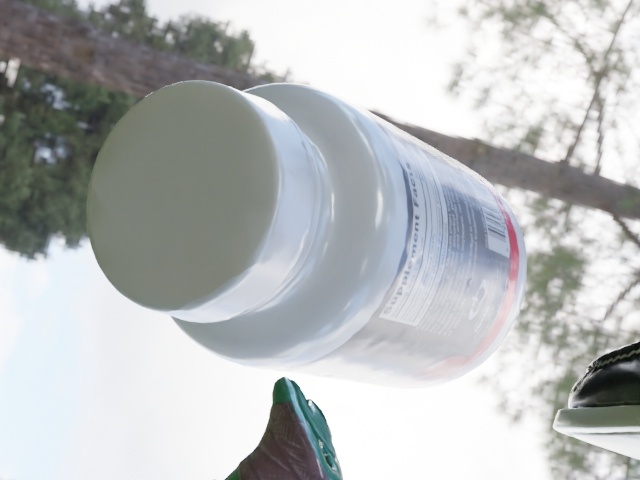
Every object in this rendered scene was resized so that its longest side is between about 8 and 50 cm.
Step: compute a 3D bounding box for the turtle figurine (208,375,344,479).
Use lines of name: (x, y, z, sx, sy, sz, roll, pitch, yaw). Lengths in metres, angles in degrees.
turtle figurine: (-0.086, 0.154, 0.503, 0.234, 0.175, 0.118, -27, -131, 5)

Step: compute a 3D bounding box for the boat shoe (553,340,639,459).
boat shoe: (0.225, 0.044, 0.562, 0.340, 0.127, 0.113, 148, -44, -68)

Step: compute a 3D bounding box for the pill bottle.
pill bottle: (0.000, 0.000, 0.820, 0.176, 0.318, 0.176, -6, -103, 29)
